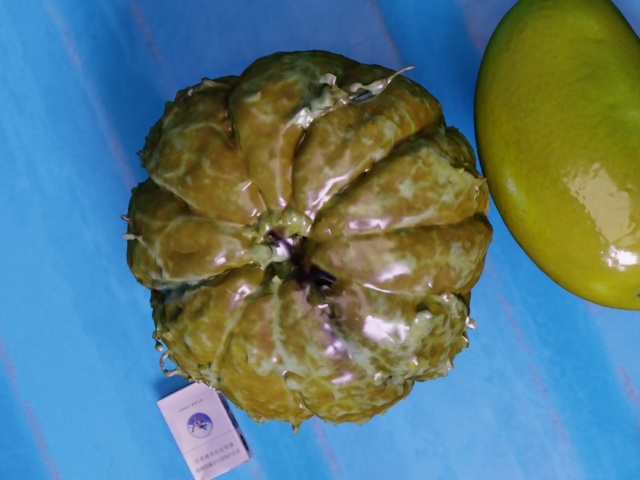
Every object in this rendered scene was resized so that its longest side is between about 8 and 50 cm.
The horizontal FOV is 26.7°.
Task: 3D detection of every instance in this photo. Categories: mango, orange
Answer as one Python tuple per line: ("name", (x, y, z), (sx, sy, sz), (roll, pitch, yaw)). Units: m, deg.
("mango", (0.217, -0.065, 1.069), (0.185, 0.149, 0.273), (-37, 83, -13))
("orange", (0.000, 0.000, 1.069), (0.300, 0.223, 0.301), (-18, 90, 21))

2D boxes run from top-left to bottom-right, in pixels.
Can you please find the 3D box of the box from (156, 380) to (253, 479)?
("box", (-0.102, 0.166, 1.184), (0.054, 0.024, 0.083), (-27, 89, 9))
